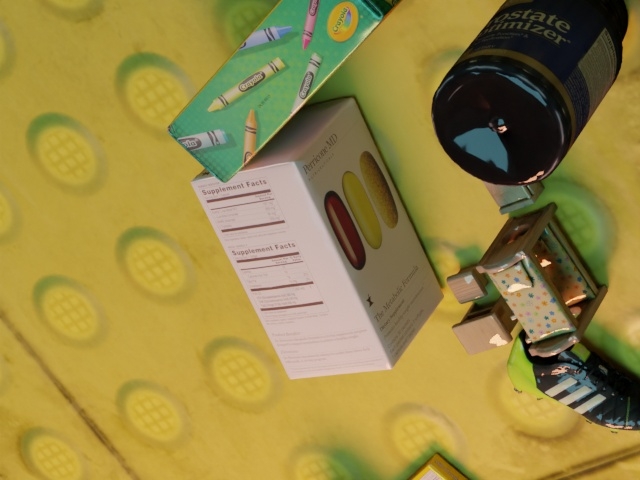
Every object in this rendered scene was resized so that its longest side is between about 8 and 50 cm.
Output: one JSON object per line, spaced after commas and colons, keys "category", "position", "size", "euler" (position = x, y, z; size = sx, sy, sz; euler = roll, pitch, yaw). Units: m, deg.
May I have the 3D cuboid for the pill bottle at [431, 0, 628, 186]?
{"category": "pill bottle", "position": [0.190, -0.149, 1.655], "size": [0.123, 0.219, 0.122], "euler": [15, 128, 20]}

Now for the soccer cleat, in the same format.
{"category": "soccer cleat", "position": [0.272, 0.142, 1.928], "size": [0.179, 0.060, 0.072], "euler": [18, 128, 21]}

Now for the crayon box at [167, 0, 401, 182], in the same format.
{"category": "crayon box", "position": [-0.012, -0.190, 1.778], "size": [0.081, 0.165, 0.278], "euler": [43, 132, -4]}

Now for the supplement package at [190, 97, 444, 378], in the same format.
{"category": "supplement package", "position": [0.000, 0.000, 1.925], "size": [0.134, 0.139, 0.244], "euler": [-9, 118, 36]}

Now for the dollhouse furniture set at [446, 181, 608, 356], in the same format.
{"category": "dollhouse furniture set", "position": [0.159, 0.027, 1.879], "size": [0.161, 0.101, 0.182], "euler": [-22, 110, 39]}

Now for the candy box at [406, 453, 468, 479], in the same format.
{"category": "candy box", "position": [0.114, 0.329, 2.173], "size": [0.105, 0.027, 0.206], "euler": [39, 133, -3]}
